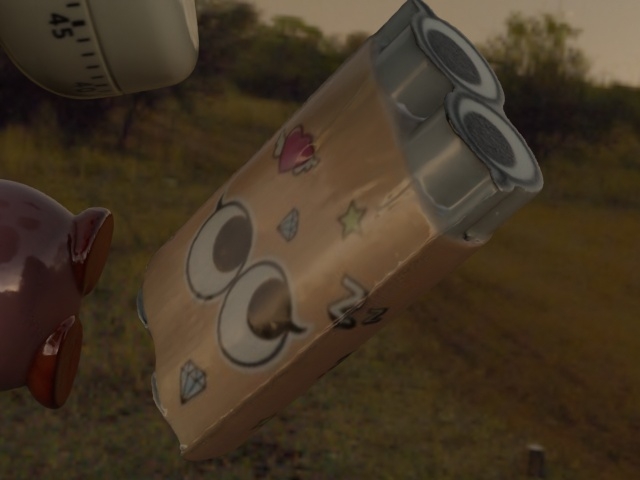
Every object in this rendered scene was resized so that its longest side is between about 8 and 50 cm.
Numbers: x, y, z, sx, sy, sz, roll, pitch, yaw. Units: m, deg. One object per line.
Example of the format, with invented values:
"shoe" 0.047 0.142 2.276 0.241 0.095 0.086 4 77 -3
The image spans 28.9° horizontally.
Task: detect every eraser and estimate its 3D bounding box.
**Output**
"eraser" 0.000 0.000 0.803 0.087 0.290 0.171 20 39 -40

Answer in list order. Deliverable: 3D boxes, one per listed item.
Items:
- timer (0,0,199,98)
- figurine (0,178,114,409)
"timer" -0.113 -0.204 0.722 0.240 0.233 0.233 -10 7 -2
"figurine" -0.262 0.034 0.956 0.173 0.173 0.173 6 7 -1
